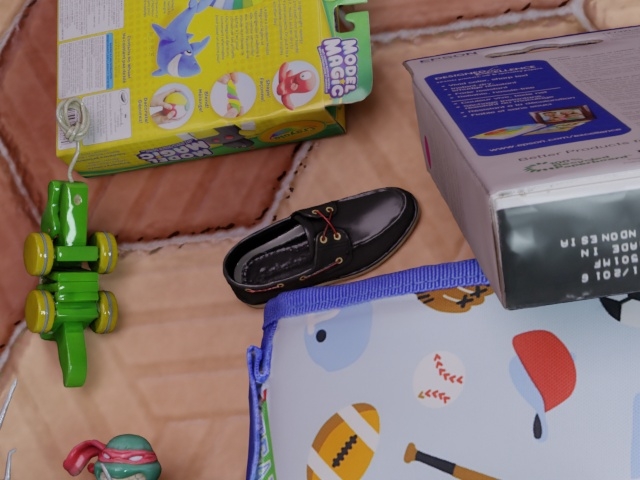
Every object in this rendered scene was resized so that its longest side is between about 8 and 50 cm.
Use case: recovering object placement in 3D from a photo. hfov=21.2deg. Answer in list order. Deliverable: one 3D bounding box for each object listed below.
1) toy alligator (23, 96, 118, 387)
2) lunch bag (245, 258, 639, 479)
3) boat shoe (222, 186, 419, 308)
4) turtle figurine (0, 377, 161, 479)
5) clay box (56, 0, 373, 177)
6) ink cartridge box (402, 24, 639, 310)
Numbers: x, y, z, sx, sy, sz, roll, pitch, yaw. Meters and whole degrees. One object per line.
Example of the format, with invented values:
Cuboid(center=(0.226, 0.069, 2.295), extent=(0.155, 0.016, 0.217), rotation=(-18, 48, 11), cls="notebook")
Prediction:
Cuboid(center=(-0.170, 0.002, 1.134), extent=(0.051, 0.056, 0.190), rotation=(-6, 85, 60), cls="toy alligator")
Cuboid(center=(0.146, 0.182, 0.875), extent=(0.385, 0.239, 0.328), rotation=(-1, 69, 8), cls="lunch bag")
Cuboid(center=(0.001, 0.002, 1.095), extent=(0.133, 0.042, 0.049), rotation=(-25, 63, 7), cls="boat shoe")
Cuboid(center=(-0.131, 0.203, 1.024), extent=(0.175, 0.118, 0.234), rotation=(1, 86, 34), cls="turtle figurine")
Cuboid(center=(-0.068, -0.124, 1.156), extent=(0.222, 0.053, 0.127), rotation=(-8, 69, 15), cls="clay box")
Cuboid(center=(0.151, -0.055, 0.922), extent=(0.175, 0.371, 0.069), rotation=(-8, 108, -1), cls="ink cartridge box")
